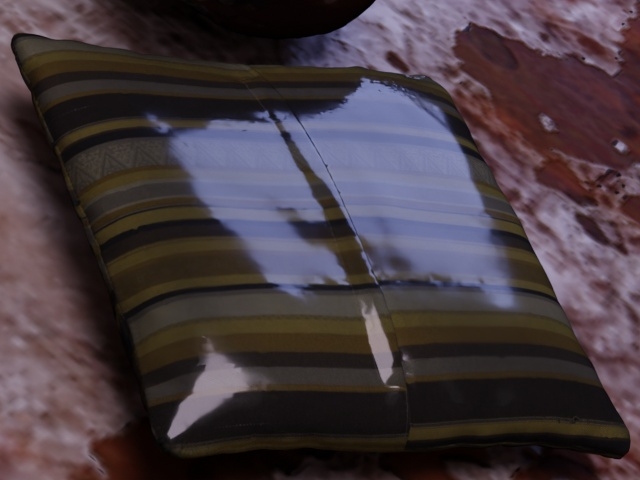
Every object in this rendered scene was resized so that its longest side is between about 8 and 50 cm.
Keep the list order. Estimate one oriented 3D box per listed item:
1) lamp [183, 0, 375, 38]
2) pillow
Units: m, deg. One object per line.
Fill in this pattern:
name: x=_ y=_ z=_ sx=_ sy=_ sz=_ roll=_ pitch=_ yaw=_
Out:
lamp: x=-0.033 y=-0.165 z=0.860 sx=0.157 sy=0.135 sz=0.156 roll=24 pitch=62 yaw=-49
pillow: x=0.000 y=0.000 z=0.752 sx=0.208 sy=0.052 sz=0.212 roll=4 pitch=46 yaw=-33
